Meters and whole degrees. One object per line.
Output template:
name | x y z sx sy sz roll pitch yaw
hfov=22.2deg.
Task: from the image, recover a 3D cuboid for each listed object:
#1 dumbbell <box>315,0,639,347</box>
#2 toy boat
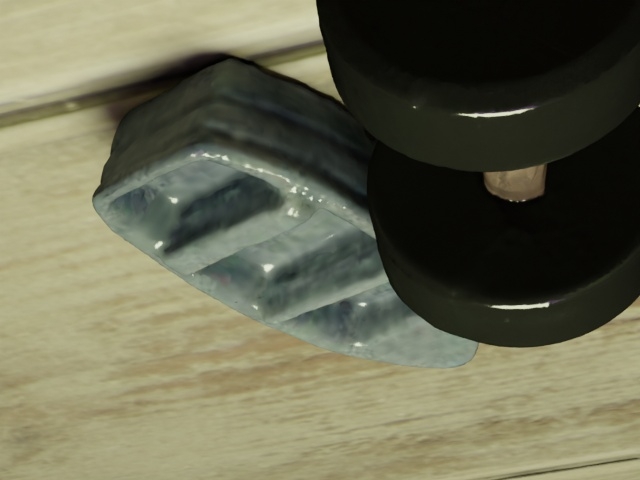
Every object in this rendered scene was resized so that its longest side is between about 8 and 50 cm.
dumbbell | 0.087 -0.061 0.765 0.152 0.152 0.218 -6 148 8
toy boat | 0.000 0.000 0.931 0.127 0.078 0.283 -25 141 32
